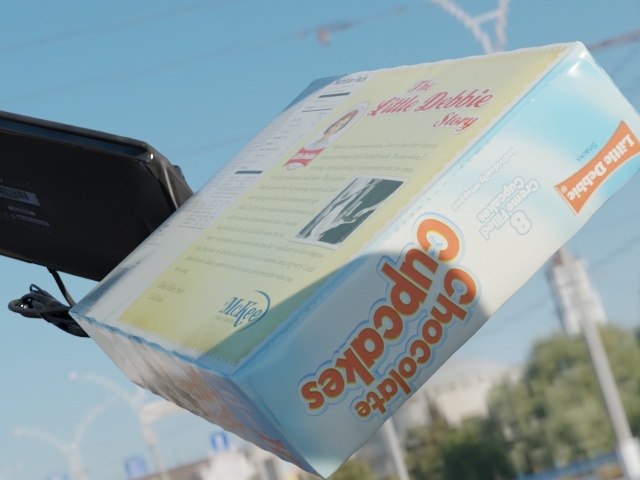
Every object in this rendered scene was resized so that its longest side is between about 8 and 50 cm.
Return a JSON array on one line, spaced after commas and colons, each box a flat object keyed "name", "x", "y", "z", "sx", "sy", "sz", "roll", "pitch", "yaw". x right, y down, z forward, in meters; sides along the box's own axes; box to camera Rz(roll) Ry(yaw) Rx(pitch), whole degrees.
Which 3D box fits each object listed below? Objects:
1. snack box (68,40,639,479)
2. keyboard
[{"name": "snack box", "x": 0.000, "y": 0.000, "z": 0.813, "sx": 0.187, "sy": 0.060, "sz": 0.322, "roll": -44, "pitch": 14, "yaw": -12}, {"name": "keyboard", "x": -0.176, "y": -0.008, "z": 1.148, "sx": 0.317, "sy": 0.201, "sz": 0.033, "roll": 14, "pitch": 47, "yaw": 38}]
